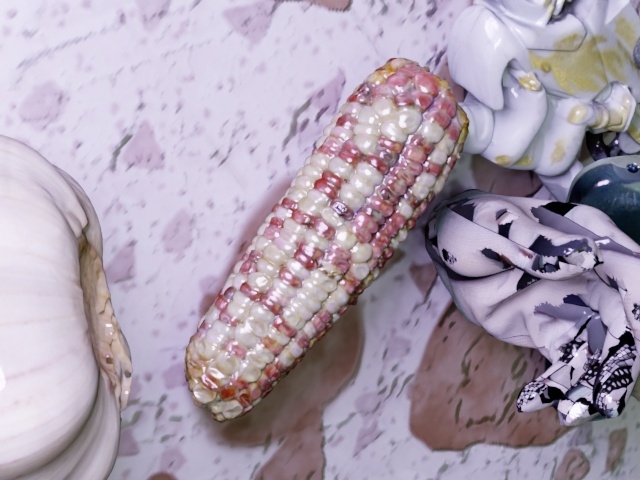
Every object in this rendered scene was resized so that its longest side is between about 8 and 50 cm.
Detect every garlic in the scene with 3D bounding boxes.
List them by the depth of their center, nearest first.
[{"bbox_3d":[-0.208,0.058,0.943,0.226,0.199,0.199,-15,124,4],"label":"garlic"}]

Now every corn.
[{"bbox_3d":[0.000,0.000,1.120,0.237,0.079,0.079,-52,132,-8],"label":"corn"}]

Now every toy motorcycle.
[{"bbox_3d":[0.139,-0.096,1.196,0.151,0.074,0.228,-42,140,-8],"label":"toy motorcycle"}]

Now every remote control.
[{"bbox_3d":[0.186,0.035,1.271,0.072,0.042,0.222,-3,132,-8],"label":"remote control"}]

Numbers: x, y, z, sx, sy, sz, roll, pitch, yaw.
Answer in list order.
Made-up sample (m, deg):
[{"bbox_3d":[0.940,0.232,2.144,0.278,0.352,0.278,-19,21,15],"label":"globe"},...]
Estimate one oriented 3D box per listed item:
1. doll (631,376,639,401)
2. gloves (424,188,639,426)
[{"bbox_3d":[0.306,0.044,1.382,0.278,0.175,0.149,42,41,-34],"label":"doll"},{"bbox_3d":[0.148,0.033,1.161,0.111,0.212,0.127,-16,117,-35],"label":"gloves"}]
